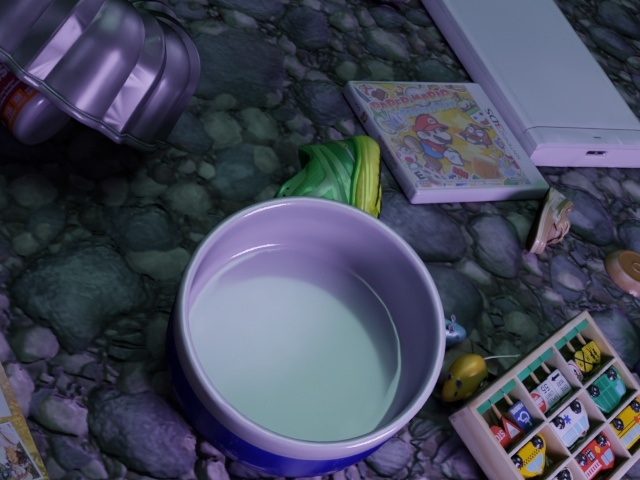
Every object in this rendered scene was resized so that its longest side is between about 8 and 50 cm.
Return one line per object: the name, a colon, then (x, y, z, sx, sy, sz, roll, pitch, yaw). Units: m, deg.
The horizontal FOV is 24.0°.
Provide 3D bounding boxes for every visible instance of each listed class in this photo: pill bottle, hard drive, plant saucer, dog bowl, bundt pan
pill bottle: (-0.346, -0.183, 1.660, 0.152, 0.086, 0.086, 44, 41, 17)
hard drive: (0.312, -0.246, 2.174, 0.233, 0.047, 0.353, -1, 48, -33)
plant saucer: (0.409, 0.039, 1.952, 0.083, 0.015, 0.083, 18, 40, -16)
dog bowl: (-0.018, 0.095, 1.481, 0.265, 0.104, 0.264, 6, 64, -12)
bundt pan: (-0.262, -0.245, 1.635, 0.331, 0.124, 0.331, 40, 11, -9)

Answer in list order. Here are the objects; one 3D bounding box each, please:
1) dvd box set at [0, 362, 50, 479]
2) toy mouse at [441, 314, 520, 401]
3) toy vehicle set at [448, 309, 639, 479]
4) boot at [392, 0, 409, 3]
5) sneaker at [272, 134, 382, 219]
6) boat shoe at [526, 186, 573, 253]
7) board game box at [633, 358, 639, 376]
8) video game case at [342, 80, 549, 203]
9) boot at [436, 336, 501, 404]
dvd box set: (-0.352, 0.250, 1.210, 0.308, 0.062, 0.420, -5, 50, -36)
toy mouse: (0.111, 0.120, 1.634, 0.161, 0.031, 0.143, -36, 56, -25)
toy vehicle set: (0.264, 0.199, 1.638, 0.267, 0.035, 0.166, -31, 84, -47)
boot: (0.032, -0.381, 2.135, 0.209, 0.076, 0.189, 27, 41, -15)
sneaker: (0.000, 0.000, 1.690, 0.124, 0.109, 0.295, 1, 44, 10)
boat shoe: (0.297, -0.022, 1.920, 0.045, 0.050, 0.135, 26, 39, 3)
board game box: (0.496, 0.230, 1.781, 0.165, 0.042, 0.243, 1, 47, -31)
video game case: (0.166, -0.132, 1.975, 0.227, 0.026, 0.206, -4, 49, -35)
boot: (0.148, 0.153, 1.652, 0.087, 0.042, 0.118, 22, 42, 2)
